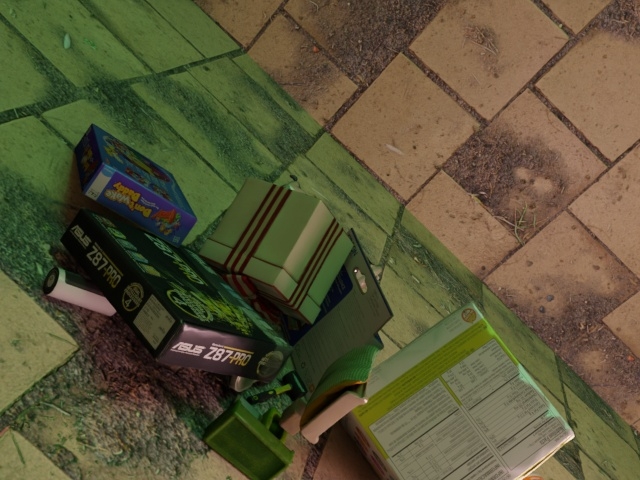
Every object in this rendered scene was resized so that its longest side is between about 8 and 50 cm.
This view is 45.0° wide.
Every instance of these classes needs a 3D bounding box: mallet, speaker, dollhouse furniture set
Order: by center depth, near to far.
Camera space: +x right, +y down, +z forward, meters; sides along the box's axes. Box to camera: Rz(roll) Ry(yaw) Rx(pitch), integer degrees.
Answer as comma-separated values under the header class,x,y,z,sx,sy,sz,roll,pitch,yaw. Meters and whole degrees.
class,x,y,z,sx,sy,sz,roll,pitch,yaw
speaker,-0.441,0.097,1.437,0.136,0.055,0.055,28,27,-40
dollhouse furniture set,-0.051,0.288,1.467,0.151,0.301,0.197,44,22,-8
mallet,-0.092,0.337,1.683,0.062,0.039,0.189,52,27,11

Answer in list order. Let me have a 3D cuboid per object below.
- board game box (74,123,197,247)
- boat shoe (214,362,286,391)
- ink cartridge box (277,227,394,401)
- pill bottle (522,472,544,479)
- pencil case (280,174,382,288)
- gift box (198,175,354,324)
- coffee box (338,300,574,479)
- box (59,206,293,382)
class,x,y,z,sx,sy,sz,roll,pitch,yaw
board game box,-0.420,-0.130,1.727,0.233,0.078,0.347,33,7,-28
boat shoe,-0.144,0.263,1.651,0.068,0.081,0.227,22,9,23
ink cartridge box,0.040,0.177,1.834,0.072,0.307,0.304,28,27,-38
pill bottle,0.585,0.746,2.065,0.121,0.121,0.221,29,26,-37
pencil case,0.000,0.000,2.296,0.410,0.160,0.183,46,35,3
gift box,-0.114,0.035,1.787,0.276,0.258,0.255,17,-20,36
coffee box,0.265,0.395,1.640,0.334,0.338,0.338,53,-11,18
box,-0.279,0.108,1.492,0.395,0.097,0.318,39,7,38
